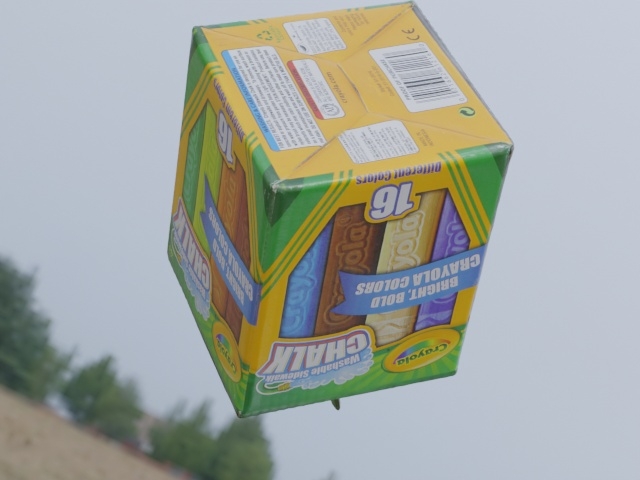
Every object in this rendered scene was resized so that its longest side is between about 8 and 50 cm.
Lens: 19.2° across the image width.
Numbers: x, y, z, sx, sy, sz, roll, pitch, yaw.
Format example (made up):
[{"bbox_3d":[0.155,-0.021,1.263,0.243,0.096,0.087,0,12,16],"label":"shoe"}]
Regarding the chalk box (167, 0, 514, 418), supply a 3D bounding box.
[{"bbox_3d":[0.000,0.000,1.365,0.179,0.289,0.180,-9,45,-21],"label":"chalk box"}]
